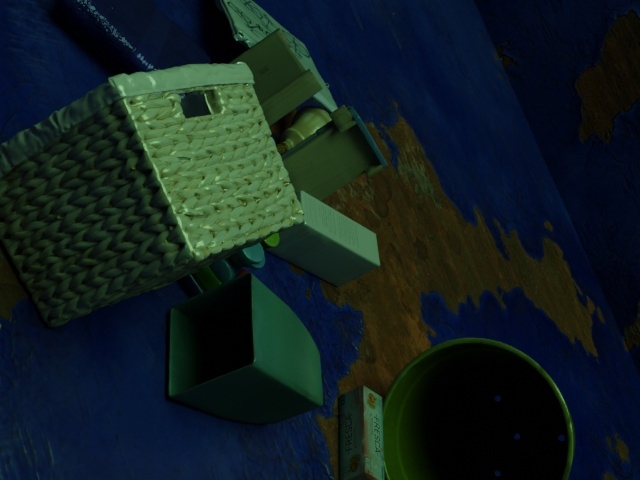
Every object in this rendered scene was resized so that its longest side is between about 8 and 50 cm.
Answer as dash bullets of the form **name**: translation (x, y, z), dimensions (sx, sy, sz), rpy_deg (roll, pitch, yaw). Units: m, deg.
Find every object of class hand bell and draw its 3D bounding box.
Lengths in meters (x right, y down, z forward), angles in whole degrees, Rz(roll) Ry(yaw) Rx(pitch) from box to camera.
- **hand bell**: translation (-0.081, -0.182, 2.108), dimensions (0.242, 0.126, 0.126), rpy_deg (-30, 90, -47)

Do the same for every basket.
- **basket**: translation (-0.259, -0.068, 1.514), dimensions (0.328, 0.331, 0.266), rpy_deg (-22, 89, -59)

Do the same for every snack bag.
- **snack bag**: translation (-0.103, -0.415, 2.213), dimensions (0.323, 0.037, 0.342), rpy_deg (35, 20, -37)

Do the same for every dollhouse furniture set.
- **dollhouse furniture set**: translation (-0.071, -0.197, 2.027), dimensions (0.303, 0.286, 0.198), rpy_deg (53, 5, -39)

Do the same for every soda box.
- **soda box**: translation (0.074, 0.359, 1.890), dimensions (0.058, 0.063, 0.183), rpy_deg (37, 38, -34)

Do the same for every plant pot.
- **plant pot**: translation (-0.106, 0.197, 1.678), dimensions (0.234, 0.165, 0.165), rpy_deg (40, 35, -44)
- **plant pot**: translation (0.342, 0.385, 2.037), dimensions (0.353, 0.366, 0.366), rpy_deg (21, 47, -64)

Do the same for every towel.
- **towel**: translation (-0.338, -0.369, 1.897), dimensions (0.308, 0.076, 0.228), rpy_deg (44, 27, -25)

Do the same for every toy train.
- **toy train**: translation (-0.129, 0.010, 1.806), dimensions (0.105, 0.143, 0.248), rpy_deg (56, 31, -7)

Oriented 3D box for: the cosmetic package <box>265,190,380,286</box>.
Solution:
- **cosmetic package**: translation (0.000, 0.000, 2.033), dimensions (0.231, 0.117, 0.085), rpy_deg (29, 44, -43)
